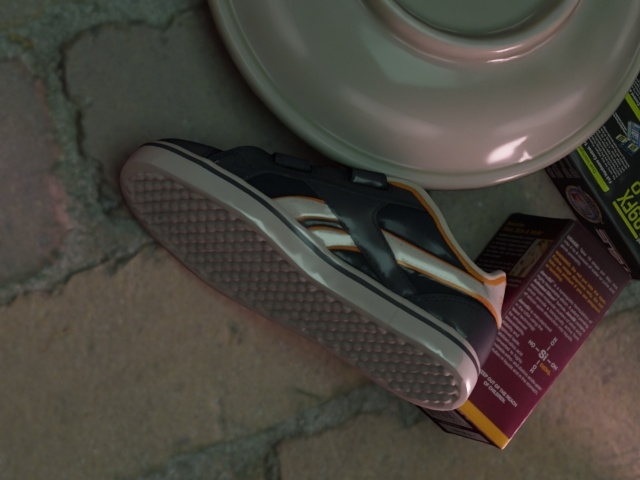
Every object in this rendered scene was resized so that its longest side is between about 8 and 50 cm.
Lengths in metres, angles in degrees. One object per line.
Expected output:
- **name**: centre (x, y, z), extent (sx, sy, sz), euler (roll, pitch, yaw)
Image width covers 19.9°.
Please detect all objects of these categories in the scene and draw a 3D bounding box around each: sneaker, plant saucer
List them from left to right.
- **sneaker**: centre (0.000, 0.000, 1.443), extent (0.321, 0.126, 0.127), euler (34, 58, -4)
- **plant saucer**: centre (0.106, -0.242, 1.455), extent (0.400, 0.100, 0.401), euler (2, 83, -16)

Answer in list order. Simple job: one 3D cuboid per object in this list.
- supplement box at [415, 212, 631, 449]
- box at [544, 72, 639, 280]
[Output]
- **supplement box**: centre (0.158, 0.073, 1.534), extent (0.081, 0.104, 0.188), euler (44, 76, -20)
- **box**: centre (0.280, -0.134, 1.602), extent (0.216, 0.060, 0.270), euler (-41, 107, -16)
